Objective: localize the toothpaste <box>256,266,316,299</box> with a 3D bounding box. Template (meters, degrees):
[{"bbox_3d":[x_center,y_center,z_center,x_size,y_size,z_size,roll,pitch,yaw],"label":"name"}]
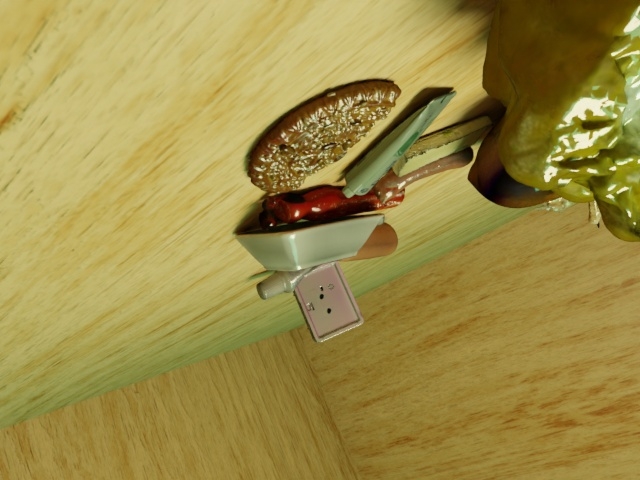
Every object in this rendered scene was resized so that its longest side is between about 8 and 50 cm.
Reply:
[{"bbox_3d":[-0.029,0.064,1.129,0.283,0.068,0.099,-28,-159,-32],"label":"toothpaste"}]

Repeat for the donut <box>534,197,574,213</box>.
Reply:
[{"bbox_3d":[0.731,-0.215,1.157,0.308,0.150,0.371,-19,167,-24],"label":"donut"}]

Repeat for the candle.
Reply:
[{"bbox_3d":[0.040,-0.062,0.743,0.051,0.048,0.329,-14,179,43],"label":"candle"}]

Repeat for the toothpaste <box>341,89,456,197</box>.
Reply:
[{"bbox_3d":[0.093,-0.120,0.623,0.064,0.041,0.218,-30,171,-42],"label":"toothpaste"}]

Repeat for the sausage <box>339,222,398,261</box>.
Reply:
[{"bbox_3d":[0.089,-0.001,0.994,0.086,0.086,0.289,-30,166,25],"label":"sausage"}]

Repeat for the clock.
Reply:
[{"bbox_3d":[0.013,0.170,1.307,0.150,0.197,0.063,-22,169,-13],"label":"clock"}]

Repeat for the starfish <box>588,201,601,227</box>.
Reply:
[{"bbox_3d":[0.470,-0.173,0.666,0.431,0.083,0.324,-60,166,-7],"label":"starfish"}]

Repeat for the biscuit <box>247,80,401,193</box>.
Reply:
[{"bbox_3d":[-0.012,-0.103,0.513,0.126,0.025,0.206,-11,161,-46],"label":"biscuit"}]

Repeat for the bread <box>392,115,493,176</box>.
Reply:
[{"bbox_3d":[0.182,-0.144,0.707,0.154,0.028,0.068,-23,167,-10],"label":"bread"}]

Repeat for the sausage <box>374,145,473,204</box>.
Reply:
[{"bbox_3d":[0.168,-0.114,0.760,0.177,0.040,0.047,-23,128,-10],"label":"sausage"}]

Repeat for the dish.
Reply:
[{"bbox_3d":[0.000,0.000,0.744,0.234,0.064,0.154,-13,-173,-36],"label":"dish"}]

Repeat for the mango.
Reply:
[{"bbox_3d":[0.326,-0.133,0.705,0.201,0.152,0.287,-19,178,30],"label":"mango"}]

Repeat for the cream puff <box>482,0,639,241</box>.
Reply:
[{"bbox_3d":[0.292,-0.181,0.372,0.323,0.270,0.274,-31,-160,32],"label":"cream puff"}]
